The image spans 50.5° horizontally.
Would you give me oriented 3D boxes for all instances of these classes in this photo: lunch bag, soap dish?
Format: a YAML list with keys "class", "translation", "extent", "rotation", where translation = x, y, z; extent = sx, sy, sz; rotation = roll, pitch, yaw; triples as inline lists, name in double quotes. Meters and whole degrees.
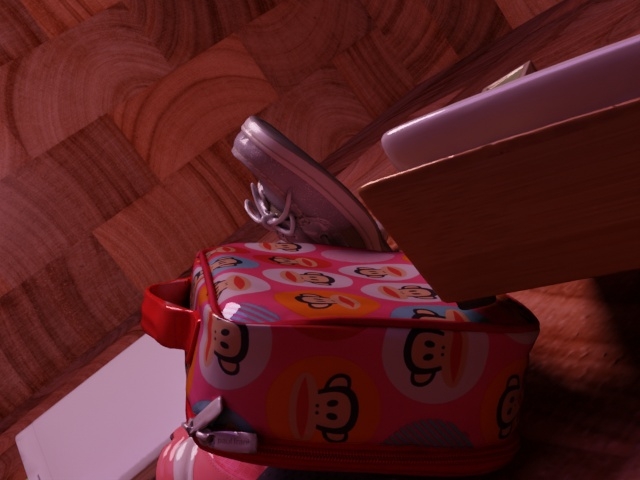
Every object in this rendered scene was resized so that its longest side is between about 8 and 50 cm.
- class: "lunch bag"
  translation: [-0.006, 0.067, 0.520]
  extent: [0.258, 0.120, 0.293]
  rotation: [5, 7, -10]
- class: "soap dish"
  translation: [0.195, -0.048, 0.444]
  extent: [0.229, 0.118, 0.291]
  rotation: [-16, -2, 34]

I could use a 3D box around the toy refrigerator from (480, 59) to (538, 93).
- class: "toy refrigerator"
  translation: [0.317, -0.217, 1.143]
  extent: [0.102, 0.094, 0.269]
  rotation: [-29, 13, 33]

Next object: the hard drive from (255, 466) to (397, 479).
- class: "hard drive"
  translation: [-0.060, 0.247, 0.415]
  extent: [0.255, 0.054, 0.172]
  rotation: [-44, 13, -30]

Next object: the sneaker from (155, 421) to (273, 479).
- class: "sneaker"
  translation: [-0.031, 0.152, 0.671]
  extent: [0.136, 0.116, 0.314]
  rotation: [-18, 25, 27]

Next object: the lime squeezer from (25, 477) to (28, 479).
- class: "lime squeezer"
  translation: [-0.396, 0.360, 1.014]
  extent: [0.310, 0.059, 0.110]
  rotation: [-29, 13, 40]

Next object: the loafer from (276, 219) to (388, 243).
- class: "loafer"
  translation: [-0.019, 0.037, 1.102]
  extent: [0.320, 0.112, 0.111]
  rotation: [-15, 18, 45]

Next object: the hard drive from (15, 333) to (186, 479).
- class: "hard drive"
  translation: [-0.243, 0.226, 0.899]
  extent: [0.307, 0.040, 0.203]
  rotation: [-39, 42, -12]

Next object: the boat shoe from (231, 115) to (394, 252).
- class: "boat shoe"
  translation: [-0.001, -0.001, 0.722]
  extent: [0.103, 0.320, 0.118]
  rotation: [-43, 48, -3]
